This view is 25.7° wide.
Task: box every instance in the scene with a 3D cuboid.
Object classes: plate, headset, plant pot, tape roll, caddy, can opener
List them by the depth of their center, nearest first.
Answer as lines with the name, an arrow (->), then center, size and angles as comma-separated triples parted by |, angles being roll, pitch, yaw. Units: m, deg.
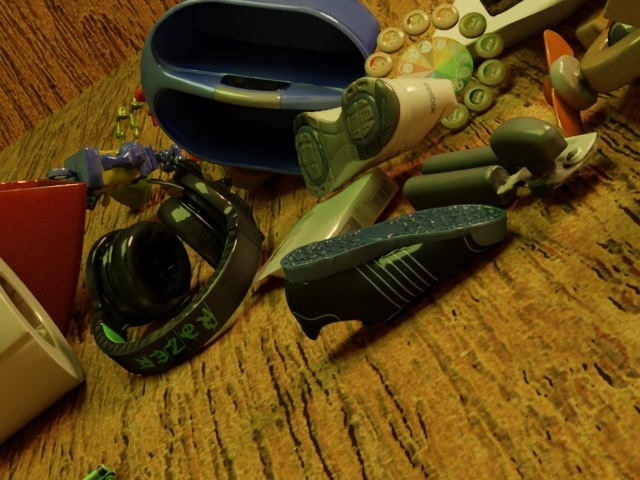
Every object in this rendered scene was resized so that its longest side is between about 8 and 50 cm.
can opener -> 0.181, -0.083, 1.465 | 0.074, 0.093, 0.280 | -47, 17, -25
tape roll -> -0.442, 0.135, 1.796 | 0.169, 0.246, 0.246 | -37, 19, -3
headset -> -0.168, 0.024, 1.812 | 0.243, 0.185, 0.394 | -34, 34, 20
caddy -> -0.073, -0.218, 1.902 | 0.341, 0.241, 0.179 | 8, 27, 15
plate -> 0.283, -0.335, 1.934 | 0.278, 0.045, 0.277 | -21, 26, 38
plant pot -> -0.487, 0.042, 2.024 | 0.267, 0.236, 0.267 | -8, 6, -25

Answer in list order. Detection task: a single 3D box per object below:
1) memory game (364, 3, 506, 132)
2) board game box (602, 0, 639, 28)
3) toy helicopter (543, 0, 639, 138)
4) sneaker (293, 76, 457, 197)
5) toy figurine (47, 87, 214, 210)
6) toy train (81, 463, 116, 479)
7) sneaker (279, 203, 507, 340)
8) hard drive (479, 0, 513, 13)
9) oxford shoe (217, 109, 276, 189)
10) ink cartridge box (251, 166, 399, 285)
memory game -> 0.144, -0.217, 1.765 | 0.186, 0.012, 0.186 | -6, 66, 14
board game box -> 0.410, -0.307, 1.295 | 0.097, 0.224, 0.303 | 96, -166, -54
toy helicopter -> 0.325, -0.217, 1.516 | 0.235, 0.140, 0.355 | -43, 7, 9
sneaker -> 0.061, -0.125, 1.704 | 0.129, 0.111, 0.297 | -12, -3, -27
toy figurine -> -0.342, -0.137, 2.224 | 0.217, 0.191, 0.362 | -14, 0, -29
toy train -> -0.255, 0.268, 1.493 | 0.083, 0.024, 0.017 | -39, 19, -4
sneaker -> 0.079, 0.031, 1.399 | 0.232, 0.090, 0.081 | -14, 19, 0
hard drive -> 0.335, -0.392, 1.719 | 0.339, 0.064, 0.237 | -34, 1, 10
oxford shoe -> -0.099, -0.179, 2.173 | 0.397, 0.140, 0.146 | -81, 9, -54
ink cartridge box -> 0.000, 0.000, 1.675 | 0.179, 0.045, 0.145 | -36, 14, 50
